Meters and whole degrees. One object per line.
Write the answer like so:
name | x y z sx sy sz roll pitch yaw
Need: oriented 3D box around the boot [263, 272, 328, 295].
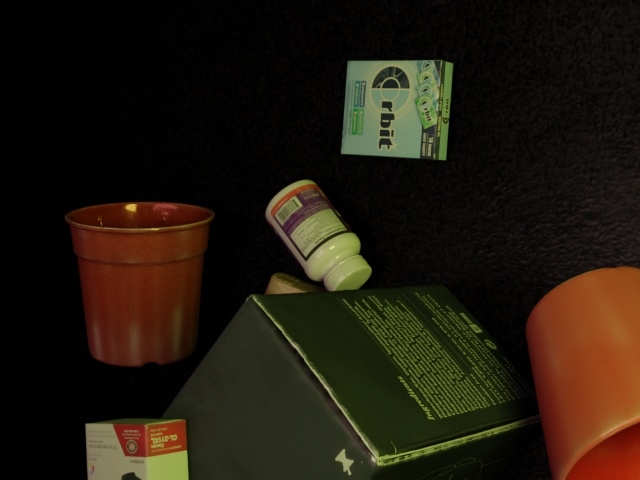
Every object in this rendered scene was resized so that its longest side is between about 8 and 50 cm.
boot | -0.008 0.186 1.763 0.248 0.090 0.207 24 117 33

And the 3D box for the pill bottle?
pill bottle | 0.000 0.000 1.719 0.108 0.108 0.193 -49 63 27

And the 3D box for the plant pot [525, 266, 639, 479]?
plant pot | 0.394 0.186 1.320 0.275 0.275 0.243 -43 42 29

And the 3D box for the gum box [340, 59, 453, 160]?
gum box | 0.123 -0.214 1.664 0.184 0.041 0.157 7 94 38

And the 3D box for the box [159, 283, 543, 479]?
box | 0.008 0.331 1.491 0.297 0.471 0.480 49 117 26

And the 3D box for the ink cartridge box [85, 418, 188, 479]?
ink cartridge box | -0.240 0.326 1.340 0.127 0.072 0.175 -8 83 38

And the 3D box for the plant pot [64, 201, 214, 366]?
plant pot | -0.333 0.080 1.894 0.272 0.272 0.265 11 105 37
